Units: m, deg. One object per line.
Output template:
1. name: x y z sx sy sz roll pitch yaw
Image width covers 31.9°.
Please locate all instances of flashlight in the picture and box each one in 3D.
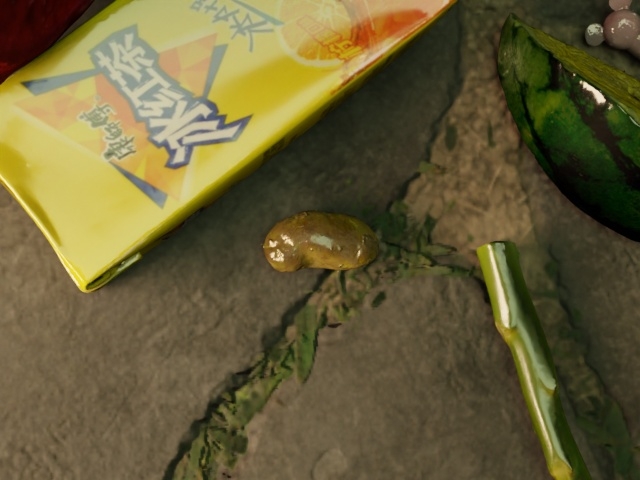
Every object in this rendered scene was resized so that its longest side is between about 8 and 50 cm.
1. flashlight: 0.274 -0.159 0.932 0.110 0.031 0.052 34 104 -9

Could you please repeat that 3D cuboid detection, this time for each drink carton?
1. drink carton: -0.078 -0.126 0.827 0.351 0.111 0.154 -39 92 -11

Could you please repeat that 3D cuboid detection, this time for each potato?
1. potato: 0.000 0.000 0.864 0.092 0.045 0.046 -2 121 -7

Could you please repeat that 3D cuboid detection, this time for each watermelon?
1. watermelon: 0.272 -0.076 0.896 0.301 0.123 0.129 24 60 -9

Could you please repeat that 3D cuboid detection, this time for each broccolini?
1. broccolini: 0.220 0.180 0.883 0.078 0.074 0.392 -20 87 30

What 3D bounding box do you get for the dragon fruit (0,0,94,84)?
1. dragon fruit: -0.216 -0.190 0.760 0.100 0.282 0.344 44 54 -32
